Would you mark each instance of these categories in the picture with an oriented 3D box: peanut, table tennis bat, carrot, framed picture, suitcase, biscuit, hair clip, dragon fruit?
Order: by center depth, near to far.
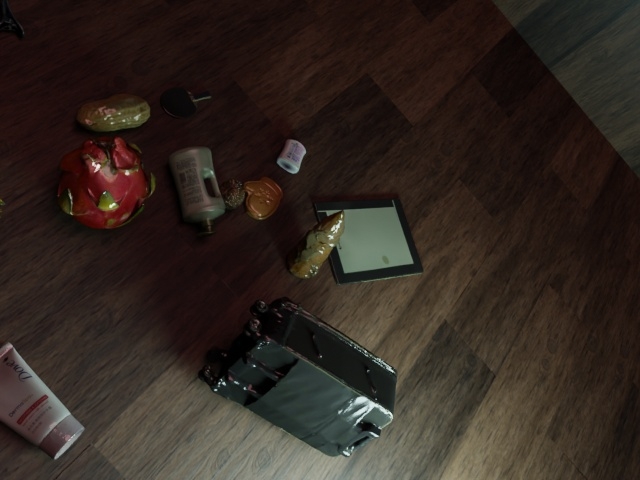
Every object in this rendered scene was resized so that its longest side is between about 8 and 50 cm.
[{"bbox_3d":[-0.498,-0.137,1.512,0.224,0.227,0.224,22,54,-33],"label":"dragon fruit"},{"bbox_3d":[-0.039,0.328,1.555,0.433,0.283,0.194,35,36,-13],"label":"suitcase"},{"bbox_3d":[-0.792,-0.617,1.660,0.070,0.039,0.230,2,66,-31],"label":"hair clip"},{"bbox_3d":[-0.526,-0.326,1.666,0.194,0.083,0.094,-16,77,-37],"label":"peanut"},{"bbox_3d":[0.000,0.000,1.749,0.101,0.263,0.102,18,48,-21],"label":"carrot"},{"bbox_3d":[-0.377,-0.393,1.842,0.158,0.014,0.095,-27,83,-37],"label":"table tennis bat"},{"bbox_3d":[-0.170,-0.125,1.845,0.118,0.023,0.140,34,54,-16],"label":"biscuit"},{"bbox_3d":[0.152,-0.005,2.005,0.346,0.016,0.265,-6,72,-36],"label":"framed picture"}]

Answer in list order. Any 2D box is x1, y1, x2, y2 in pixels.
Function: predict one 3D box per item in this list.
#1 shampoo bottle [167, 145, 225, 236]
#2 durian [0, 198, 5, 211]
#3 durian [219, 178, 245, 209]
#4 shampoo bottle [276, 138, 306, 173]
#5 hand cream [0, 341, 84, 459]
[{"bbox_3d":[-0.315,-0.121,1.703,0.118,0.087,0.234,-12,75,-19],"label":"shampoo bottle"},{"bbox_3d":[-0.762,-0.022,1.266,0.258,0.258,0.293,38,24,-13],"label":"durian"},{"bbox_3d":[-0.239,-0.127,1.759,0.080,0.091,0.080,31,31,-21],"label":"durian"},{"bbox_3d":[-0.084,-0.256,1.951,0.072,0.043,0.099,32,53,-17],"label":"shampoo bottle"},{"bbox_3d":[-0.593,0.326,1.320,0.247,0.083,0.133,40,49,1],"label":"hand cream"}]
